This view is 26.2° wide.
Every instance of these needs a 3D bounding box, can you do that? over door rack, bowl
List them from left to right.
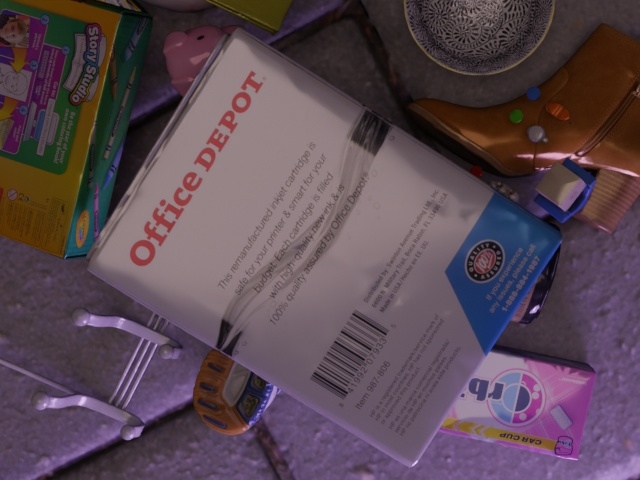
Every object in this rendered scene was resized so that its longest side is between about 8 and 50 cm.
[{"bbox_3d":[-0.312,0.065,1.616,0.324,0.108,0.240,27,95,0],"label":"over door rack"},{"bbox_3d":[0.180,-0.269,1.576,0.170,0.080,0.170,0,90,3],"label":"bowl"}]

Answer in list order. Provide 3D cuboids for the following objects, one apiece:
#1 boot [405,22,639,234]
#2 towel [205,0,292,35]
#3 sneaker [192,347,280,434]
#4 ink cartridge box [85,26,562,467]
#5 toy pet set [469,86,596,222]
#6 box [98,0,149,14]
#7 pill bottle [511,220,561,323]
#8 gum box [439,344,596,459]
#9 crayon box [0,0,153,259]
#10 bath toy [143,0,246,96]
[{"bbox_3d":[0.268,-0.161,1.584,0.295,0.104,0.211,28,90,-3],"label":"boot"},{"bbox_3d":[-0.053,-0.349,1.553,0.102,0.021,0.237,24,68,-7],"label":"towel"},{"bbox_3d":[-0.051,0.081,1.594,0.111,0.131,0.296,34,100,7],"label":"sneaker"},{"bbox_3d":[0.000,0.000,1.426,0.394,0.166,0.285,32,95,-7],"label":"ink cartridge box"},{"bbox_3d":[0.247,-0.084,1.519,0.114,0.065,0.122,39,96,22],"label":"toy pet set"},{"bbox_3d":[-0.284,-0.303,1.609,0.169,0.054,0.059,43,96,-2],"label":"box"},{"bbox_3d":[0.156,0.011,1.583,0.219,0.123,0.123,16,95,0],"label":"pill bottle"},{"bbox_3d":[0.219,0.183,1.624,0.188,0.062,0.107,12,95,1],"label":"gum box"},{"bbox_3d":[-0.302,-0.135,1.517,0.165,0.081,0.279,18,99,17],"label":"crayon box"},{"bbox_3d":[-0.129,-0.183,1.556,0.129,0.151,0.348,-19,91,-29],"label":"bath toy"}]
